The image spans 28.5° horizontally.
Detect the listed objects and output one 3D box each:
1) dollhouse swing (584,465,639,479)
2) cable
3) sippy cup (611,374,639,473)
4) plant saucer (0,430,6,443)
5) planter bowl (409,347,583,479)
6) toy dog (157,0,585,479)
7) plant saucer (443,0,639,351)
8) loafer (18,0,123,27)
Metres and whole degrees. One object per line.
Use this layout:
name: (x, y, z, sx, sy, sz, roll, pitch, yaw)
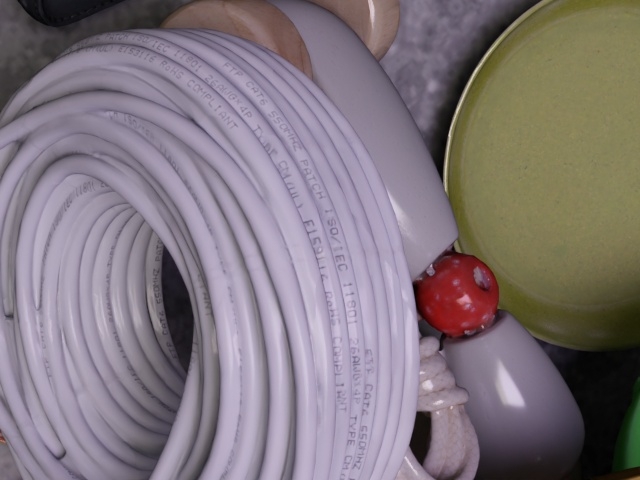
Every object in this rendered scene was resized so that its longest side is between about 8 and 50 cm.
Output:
dollhouse swing: (0.118, 0.316, 0.662, 0.315, 0.305, 0.347, -16, 78, 1)
cable: (-0.068, 0.035, 0.565, 0.089, 0.257, 0.257, -11, 73, -43)
sippy cup: (0.271, 0.190, 0.766, 0.305, 0.224, 0.240, -39, 68, -23)
plant saucer: (-0.173, 0.083, 0.756, 0.083, 0.013, 0.083, -3, 103, -13)
planter bowl: (0.099, 0.156, 0.793, 0.162, 0.109, 0.162, -3, 104, -14)
toy dog: (0.000, 0.000, 0.700, 0.220, 0.161, 0.334, -3, 71, -51)
plant saucer: (0.186, -0.049, 0.806, 0.241, 0.037, 0.241, -3, 103, -14)
loafer: (-0.064, -0.181, 0.683, 0.223, 0.076, 0.078, -34, 69, -7)
